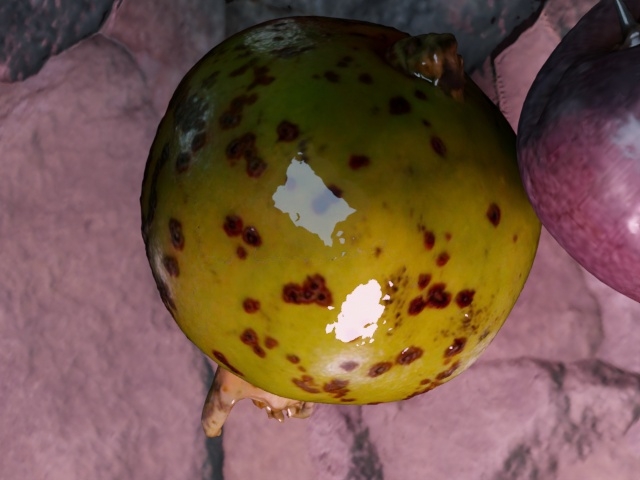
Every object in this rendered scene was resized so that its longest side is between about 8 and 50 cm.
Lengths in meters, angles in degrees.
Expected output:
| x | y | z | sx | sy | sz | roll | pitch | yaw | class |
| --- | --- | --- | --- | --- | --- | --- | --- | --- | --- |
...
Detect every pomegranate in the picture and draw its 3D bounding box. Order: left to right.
| x | y | z | sx | sy | sz | roll | pitch | yaw | class |
| --- | --- | --- | --- | --- | --- | --- | --- | --- | --- |
| 0.008 | -0.001 | 0.950 | 0.198 | 0.246 | 0.198 | -1 | 57 | 1 | pomegranate |

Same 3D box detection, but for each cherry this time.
| x | y | z | sx | sy | sz | roll | pitch | yaw | class |
| --- | --- | --- | --- | --- | --- | --- | --- | --- | --- |
| 0.175 | -0.044 | 0.873 | 0.140 | 0.176 | 0.176 | -14 | 82 | 46 | cherry |
